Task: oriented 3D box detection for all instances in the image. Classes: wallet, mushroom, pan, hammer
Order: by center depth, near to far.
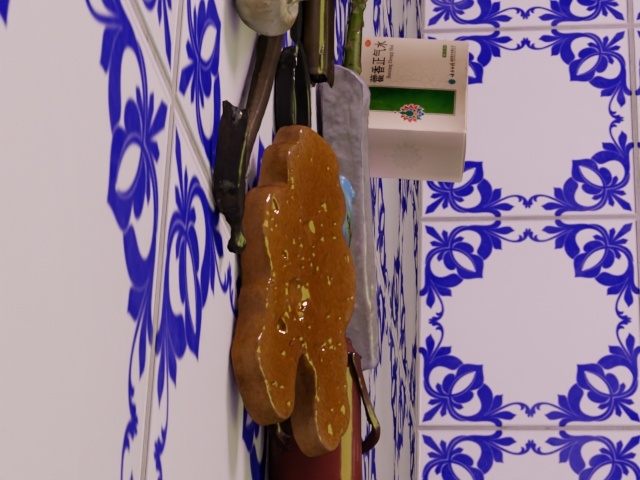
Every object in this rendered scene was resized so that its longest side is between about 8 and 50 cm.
[{"bbox_3d":[-0.041,-0.217,1.433,0.083,0.067,0.083,3,90,-76],"label":"mushroom"},{"bbox_3d":[-0.059,-0.112,1.448,0.297,0.027,0.125,-79,171,-58],"label":"hammer"},{"bbox_3d":[-0.029,-0.174,1.682,0.136,0.028,0.235,-83,173,-49],"label":"pan"},{"bbox_3d":[-0.002,-0.277,1.902,0.110,0.031,0.198,41,49,-81],"label":"wallet"}]

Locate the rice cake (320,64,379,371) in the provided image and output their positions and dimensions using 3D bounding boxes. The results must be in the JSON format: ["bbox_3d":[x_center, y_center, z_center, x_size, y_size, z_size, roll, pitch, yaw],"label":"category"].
[{"bbox_3d":[0.035,-0.018,2.043,0.070,0.064,0.399,-84,172,-79],"label":"rice cake"}]

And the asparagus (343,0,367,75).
[{"bbox_3d":[0.050,-0.296,2.336,0.236,0.027,0.034,-84,175,-45],"label":"asparagus"}]

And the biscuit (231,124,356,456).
[{"bbox_3d":[-0.023,0.038,1.497,0.186,0.044,0.295,46,42,-52],"label":"biscuit"}]

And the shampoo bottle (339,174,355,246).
[{"bbox_3d":[0.000,0.000,1.768,0.258,0.061,0.103,-77,166,-63],"label":"shampoo bottle"}]

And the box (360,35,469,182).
[{"bbox_3d":[0.119,-0.184,2.310,0.212,0.168,0.095,-83,173,-47],"label":"box"}]

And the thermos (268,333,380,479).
[{"bbox_3d":[-0.008,0.165,1.582,0.124,0.099,0.232,12,73,-49],"label":"thermos"}]
